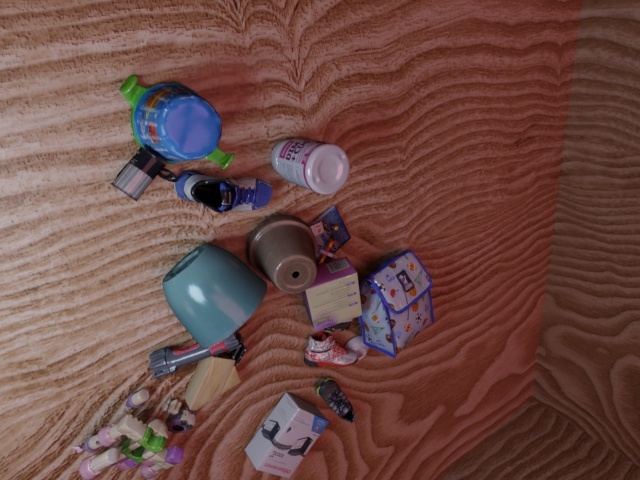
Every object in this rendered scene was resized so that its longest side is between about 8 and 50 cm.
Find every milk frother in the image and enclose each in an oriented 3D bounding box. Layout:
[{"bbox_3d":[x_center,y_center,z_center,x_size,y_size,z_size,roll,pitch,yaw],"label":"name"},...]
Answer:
[{"bbox_3d":[-0.503,-0.173,1.166,0.143,0.129,0.135,40,79,-31],"label":"milk frother"}]

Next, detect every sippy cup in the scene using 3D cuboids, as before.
[{"bbox_3d":[-0.389,-0.322,1.130,0.305,0.224,0.240,-6,111,-33],"label":"sippy cup"}]

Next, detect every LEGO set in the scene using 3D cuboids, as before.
[{"bbox_3d":[-0.018,0.032,1.588,0.244,0.060,0.182,-27,121,-20],"label":"LEGO set"}]

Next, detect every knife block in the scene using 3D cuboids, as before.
[{"bbox_3d":[-0.402,0.454,1.491,0.275,0.088,0.242,-27,119,-24],"label":"knife block"}]

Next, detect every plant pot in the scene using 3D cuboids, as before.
[{"bbox_3d":[-0.358,0.152,1.299,0.293,0.293,0.235,-43,110,-14],"label":"plant pot"},{"bbox_3d":[-0.114,0.066,1.421,0.263,0.229,0.263,-7,115,-16],"label":"plant pot"}]

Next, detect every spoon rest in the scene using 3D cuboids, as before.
[{"bbox_3d":[0.232,0.508,1.963,0.276,0.084,0.137,-17,115,-14],"label":"spoon rest"}]

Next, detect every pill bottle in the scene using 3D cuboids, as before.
[{"bbox_3d":[-0.045,-0.258,1.349,0.160,0.283,0.160,-12,114,-31],"label":"pill bottle"}]

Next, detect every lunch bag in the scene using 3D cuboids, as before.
[{"bbox_3d":[0.344,0.273,1.834,0.328,0.239,0.386,-28,115,-37],"label":"lunch bag"}]

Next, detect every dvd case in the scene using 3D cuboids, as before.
[{"bbox_3d":[0.000,0.000,1.641,0.253,0.022,0.180,-40,126,-16],"label":"dvd case"}]

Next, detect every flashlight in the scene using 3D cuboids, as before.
[{"bbox_3d":[-0.430,0.368,1.389,0.304,0.103,0.103,-18,96,-4],"label":"flashlight"}]

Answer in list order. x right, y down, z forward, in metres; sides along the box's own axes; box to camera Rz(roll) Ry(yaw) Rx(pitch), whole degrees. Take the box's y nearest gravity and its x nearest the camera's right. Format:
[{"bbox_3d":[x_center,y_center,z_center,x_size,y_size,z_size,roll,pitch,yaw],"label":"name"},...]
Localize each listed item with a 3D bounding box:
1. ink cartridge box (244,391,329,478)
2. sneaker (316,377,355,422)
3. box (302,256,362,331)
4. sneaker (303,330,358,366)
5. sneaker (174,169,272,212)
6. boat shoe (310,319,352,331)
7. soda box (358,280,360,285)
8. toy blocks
[{"bbox_3d":[-0.146,0.869,1.792,0.307,0.129,0.223,-53,128,-6],"label":"ink cartridge box"},{"bbox_3d":[0.086,0.762,1.916,0.111,0.121,0.300,-44,126,-13],"label":"sneaker"},{"bbox_3d":[0.042,0.218,1.634,0.213,0.117,0.243,-18,126,-10],"label":"box"},{"bbox_3d":[0.062,0.482,1.802,0.270,0.090,0.145,5,105,-24],"label":"sneaker"},{"bbox_3d":[-0.289,-0.140,1.291,0.315,0.182,0.127,3,107,-35],"label":"sneaker"},{"bbox_3d":[0.049,0.371,1.772,0.227,0.081,0.069,5,100,-38],"label":"boat shoe"},{"bbox_3d":[0.131,0.255,1.803,0.060,0.053,0.169,-4,110,-34],"label":"soda box"},{"bbox_3d":[-0.643,0.710,1.374,0.260,0.309,0.288,-33,116,19],"label":"toy blocks"}]
